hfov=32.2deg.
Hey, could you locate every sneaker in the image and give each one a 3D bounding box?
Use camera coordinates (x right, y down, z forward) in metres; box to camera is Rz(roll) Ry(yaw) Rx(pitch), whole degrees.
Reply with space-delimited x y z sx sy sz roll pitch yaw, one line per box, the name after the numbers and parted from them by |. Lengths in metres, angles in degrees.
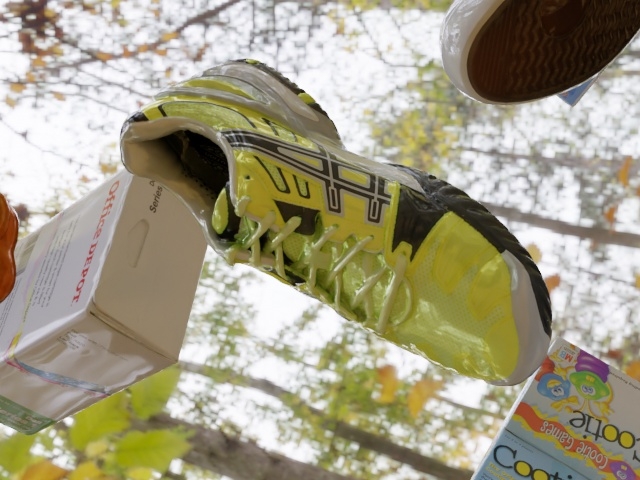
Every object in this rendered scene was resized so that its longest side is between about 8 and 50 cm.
0.000 0.000 0.855 0.147 0.385 0.145 -27 -39 -44 | sneaker
0.157 -0.187 0.714 0.290 0.123 0.106 -39 -44 -25 | sneaker

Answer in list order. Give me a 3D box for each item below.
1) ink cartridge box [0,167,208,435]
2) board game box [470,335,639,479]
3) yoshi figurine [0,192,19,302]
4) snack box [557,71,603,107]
-0.256 0.067 1.189 0.117 0.278 0.201 36 -135 -29 | ink cartridge box
0.238 0.257 1.163 0.142 0.144 0.275 -49 -16 -39 | board game box
-0.336 -0.054 0.782 0.204 0.203 0.362 -31 -26 -16 | yoshi figurine
0.278 -0.212 1.116 0.022 0.064 0.178 -48 -6 -39 | snack box
